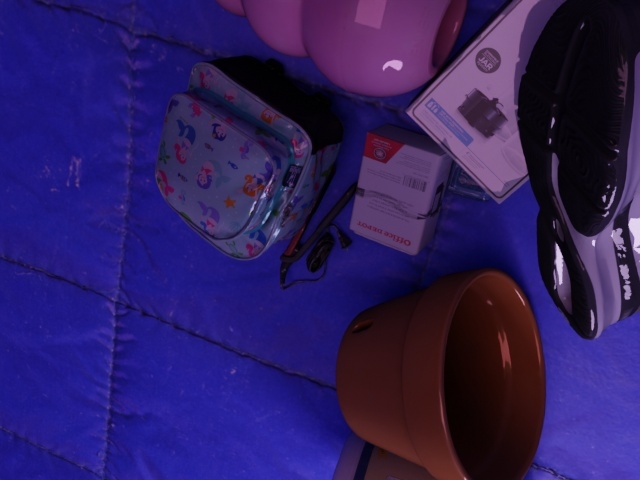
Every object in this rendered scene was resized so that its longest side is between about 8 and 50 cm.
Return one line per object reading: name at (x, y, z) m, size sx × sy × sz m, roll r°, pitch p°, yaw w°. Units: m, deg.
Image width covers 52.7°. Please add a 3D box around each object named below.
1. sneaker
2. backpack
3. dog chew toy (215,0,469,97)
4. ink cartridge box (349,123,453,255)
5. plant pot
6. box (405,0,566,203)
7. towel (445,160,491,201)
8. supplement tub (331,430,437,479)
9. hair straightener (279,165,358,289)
sneaker at (0.366, -0.090, 0.680) m, size 0.258 × 0.169 × 0.447 m, roll -22°, pitch 137°, yaw 1°
backpack at (-0.112, -0.100, 0.909) m, size 0.225 × 0.191 × 0.253 m, roll 37°, pitch 131°, yaw 15°
dog chew toy at (0.002, -0.303, 0.766) m, size 0.332 × 0.206 × 0.206 m, roll 26°, pitch 121°, yaw 17°
ink cartridge box at (0.111, -0.071, 0.894) m, size 0.109 × 0.063 × 0.150 m, roll 23°, pitch 121°, yaw 23°
plant pot at (0.158, 0.190, 0.900) m, size 0.203 × 0.291 × 0.290 m, roll -8°, pitch 111°, yaw 41°
box at (0.259, -0.204, 0.751) m, size 0.169 × 0.087 × 0.290 m, roll 45°, pitch 113°, yaw -4°
towel at (0.215, -0.112, 0.865) m, size 0.067 × 0.029 × 0.119 m, roll 18°, pitch 119°, yaw 11°
supplement tub at (0.177, 0.442, 1.024) m, size 0.316 × 0.228 × 0.228 m, roll 13°, pitch 118°, yaw 14°
hair straightener at (0.000, 0.000, 0.987) m, size 0.089 × 0.047 × 0.230 m, roll 33°, pitch 121°, yaw 4°
